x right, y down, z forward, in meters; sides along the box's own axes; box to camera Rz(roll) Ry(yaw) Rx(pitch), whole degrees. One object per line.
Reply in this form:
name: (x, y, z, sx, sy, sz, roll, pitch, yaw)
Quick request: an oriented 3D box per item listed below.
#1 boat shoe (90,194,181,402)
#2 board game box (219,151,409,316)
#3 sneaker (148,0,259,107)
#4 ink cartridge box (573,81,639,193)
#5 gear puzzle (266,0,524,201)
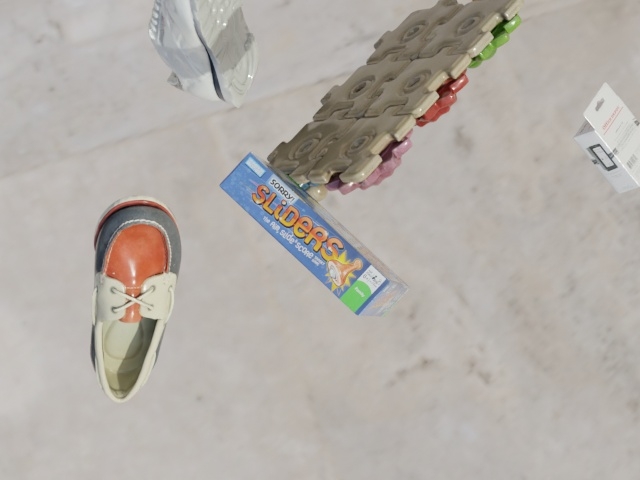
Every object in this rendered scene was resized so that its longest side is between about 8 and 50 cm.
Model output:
boat shoe: (-0.104, 0.032, 1.007, 0.049, 0.043, 0.137, 6, 136, -10)
board game box: (0.000, 0.000, 1.362, 0.136, 0.201, 0.035, 43, 93, 6)
sneaker: (-0.131, -0.224, 1.815, 0.095, 0.090, 0.235, 15, 144, 21)
ink cartridge box: (0.248, -0.087, 1.562, 0.083, 0.048, 0.028, 49, 144, -16)
gear puzzle: (0.095, -0.150, 1.615, 0.175, 0.339, 0.044, 1, 133, 56)
